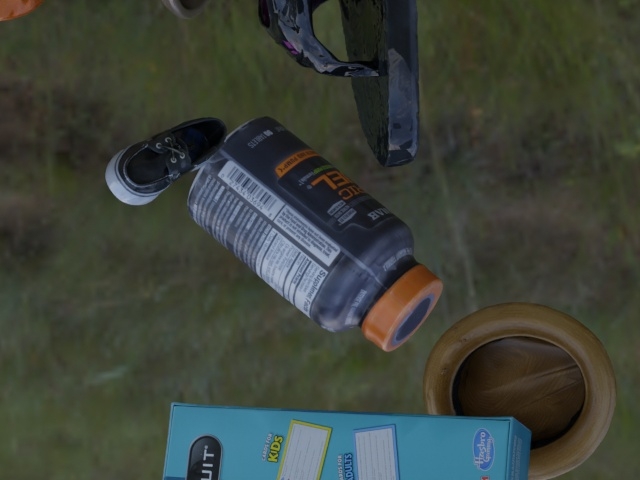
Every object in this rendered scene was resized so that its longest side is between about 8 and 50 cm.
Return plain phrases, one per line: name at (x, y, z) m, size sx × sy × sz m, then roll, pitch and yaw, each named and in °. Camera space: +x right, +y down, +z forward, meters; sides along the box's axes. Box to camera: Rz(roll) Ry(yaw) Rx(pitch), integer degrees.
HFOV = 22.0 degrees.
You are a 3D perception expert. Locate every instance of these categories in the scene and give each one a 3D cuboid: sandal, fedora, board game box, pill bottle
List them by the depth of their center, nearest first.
sandal at (-0.007, -0.242, 1.283) m, size 0.107 × 0.445 × 0.167 m, roll -9°, pitch 152°, yaw -8°
board game box at (0.014, 0.284, 1.506) m, size 0.336 × 0.253 × 0.079 m, roll 0°, pitch 164°, yaw 21°
pill bottle at (0.000, 0.000, 1.587) m, size 0.130 × 0.246 × 0.130 m, roll -45°, pitch 162°, yaw -19°
fedora at (0.201, 0.144, 1.632) m, size 0.194 × 0.194 × 0.079 m, roll -16°, pitch -175°, yaw 21°

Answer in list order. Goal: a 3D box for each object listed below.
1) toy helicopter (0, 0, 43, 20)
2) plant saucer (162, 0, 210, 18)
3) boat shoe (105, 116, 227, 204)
toy helicopter at (-0.258, -0.303, 1.136) m, size 0.235 × 0.355 × 0.140 m, roll -37°, pitch 145°, yaw -39°
plant saucer at (-0.111, -0.343, 1.513) m, size 0.041 × 0.278 × 0.278 m, roll 14°, pitch 162°, yaw 9°
boat shoe at (-0.126, -0.071, 1.363) m, size 0.040 × 0.049 × 0.142 m, roll -38°, pitch 179°, yaw 34°
